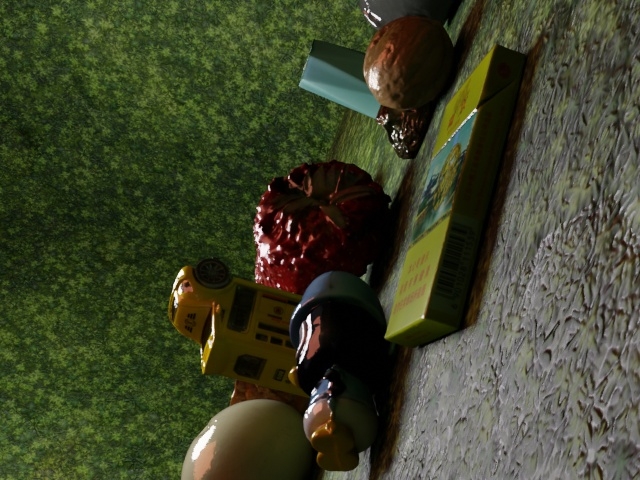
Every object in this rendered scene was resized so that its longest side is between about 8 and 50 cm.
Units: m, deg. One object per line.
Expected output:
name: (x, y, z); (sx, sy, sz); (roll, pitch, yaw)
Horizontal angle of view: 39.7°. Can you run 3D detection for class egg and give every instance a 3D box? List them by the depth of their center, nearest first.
egg: (-0.131, 0.408, 1.602); (0.269, 0.219, 0.219); (-55, -4, -29)

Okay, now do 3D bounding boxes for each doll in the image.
doll: (0.024, 0.163, 1.242); (0.314, 0.141, 0.177); (-86, -13, -46)

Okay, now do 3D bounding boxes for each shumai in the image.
shumai: (0.140, -0.207, 1.577); (0.099, 0.087, 0.124); (-85, 12, -62)

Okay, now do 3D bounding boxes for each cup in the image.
cup: (0.078, -0.354, 1.949); (0.148, 0.235, 0.134); (116, 169, -47)

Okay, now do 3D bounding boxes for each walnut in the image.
walnut: (0.147, -0.299, 1.487); (0.166, 0.149, 0.166); (-48, -11, -12)

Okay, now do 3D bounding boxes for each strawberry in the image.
strawberry: (-0.003, -0.002, 1.621); (0.261, 0.261, 0.258); (-78, -12, -47)

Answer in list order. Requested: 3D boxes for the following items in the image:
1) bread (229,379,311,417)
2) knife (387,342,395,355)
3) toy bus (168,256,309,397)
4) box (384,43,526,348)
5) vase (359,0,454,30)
bread: (-0.074, 0.269, 1.776); (0.194, 0.178, 0.340); (-81, 7, -71)
knife: (0.108, 0.114, 1.241); (0.027, 0.010, 0.096); (128, 159, -78)
toy bus: (-0.089, 0.155, 1.442); (0.144, 0.330, 0.152); (113, 170, -47)
box: (0.157, -0.046, 1.055); (0.187, 0.047, 0.335); (123, 165, -74)
vase: (0.168, -0.520, 1.585); (0.291, 0.245, 0.245); (107, 178, -61)
